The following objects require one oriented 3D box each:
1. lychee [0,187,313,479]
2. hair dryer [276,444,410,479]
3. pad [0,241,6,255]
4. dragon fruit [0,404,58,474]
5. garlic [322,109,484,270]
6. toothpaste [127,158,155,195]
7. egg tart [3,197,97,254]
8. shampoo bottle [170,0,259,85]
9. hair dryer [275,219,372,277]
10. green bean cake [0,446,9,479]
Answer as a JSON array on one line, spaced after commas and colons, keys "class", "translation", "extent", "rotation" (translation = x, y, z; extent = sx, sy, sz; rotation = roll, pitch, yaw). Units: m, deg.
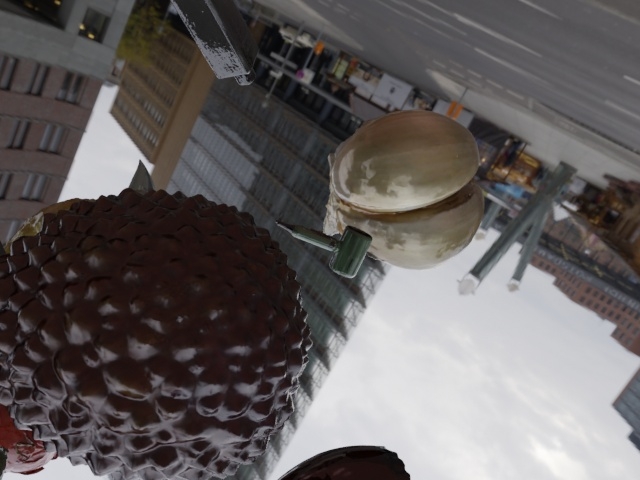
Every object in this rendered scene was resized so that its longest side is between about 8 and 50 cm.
[{"class": "lychee", "translation": [-0.161, 0.094, 0.583], "extent": [0.330, 0.306, 0.306], "rotation": [12, -158, -33]}, {"class": "hair dryer", "translation": [0.010, 0.451, 0.693], "extent": [0.341, 0.312, 0.123], "rotation": [66, 165, 3]}, {"class": "pad", "translation": [-0.457, 0.053, 0.731], "extent": [0.190, 0.004, 0.127], "rotation": [-30, -84, -80]}, {"class": "dragon fruit", "translation": [-0.784, 0.484, 1.472], "extent": [0.252, 0.241, 0.241], "rotation": [-1, -173, 18]}, {"class": "garlic", "translation": [0.167, -0.088, 1.034], "extent": [0.312, 0.287, 0.249], "rotation": [-1, -170, -6]}, {"class": "toothpaste", "translation": [-0.278, -0.079, 0.889], "extent": [0.218, 0.041, 0.064], "rotation": [-122, 11, -68]}, {"class": "egg tart", "translation": [-0.403, 0.104, 1.055], "extent": [0.387, 0.388, 0.169], "rotation": [28, -167, 0]}, {"class": "shampoo bottle", "translation": [-0.191, -0.396, 1.057], "extent": [0.079, 0.080, 0.246], "rotation": [-2, 144, 24]}, {"class": "hair dryer", "translation": [0.000, 0.000, 0.851], "extent": [0.150, 0.071, 0.047], "rotation": [21, -170, -19]}, {"class": "green bean cake", "translation": [-0.514, 0.322, 0.620], "extent": [0.241, 0.131, 0.255], "rotation": [49, -139, -40]}]
